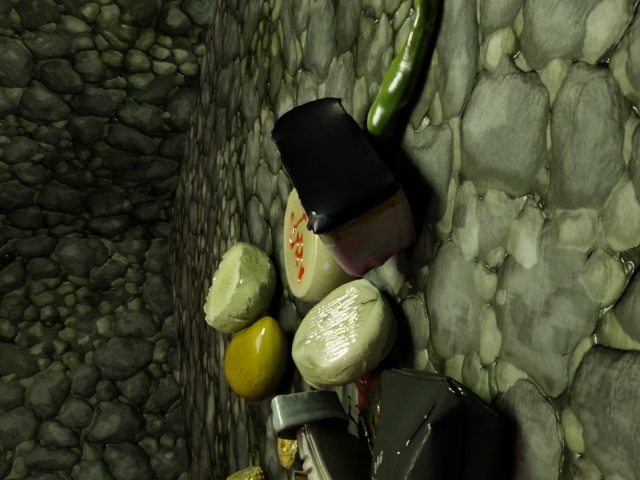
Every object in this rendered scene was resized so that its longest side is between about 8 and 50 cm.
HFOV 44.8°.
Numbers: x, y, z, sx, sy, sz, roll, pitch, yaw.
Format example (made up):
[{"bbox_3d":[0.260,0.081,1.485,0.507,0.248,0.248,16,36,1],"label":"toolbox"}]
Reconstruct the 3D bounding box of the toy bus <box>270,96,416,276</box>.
[{"bbox_3d":[0.031,-0.104,1.402,0.386,0.171,0.162,-116,1,-52],"label":"toy bus"}]

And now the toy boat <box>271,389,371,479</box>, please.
[{"bbox_3d":[0.019,0.394,1.394,0.294,0.111,0.276,62,-166,7],"label":"toy boat"}]

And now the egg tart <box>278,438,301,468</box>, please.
[{"bbox_3d":[-0.066,0.487,1.874,0.129,0.049,0.129,-172,90,-72],"label":"egg tart"}]

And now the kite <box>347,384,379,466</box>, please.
[{"bbox_3d":[0.114,0.400,1.328,0.169,0.015,0.310,-49,54,59],"label":"kite"}]

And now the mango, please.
[{"bbox_3d":[-0.164,0.318,2.029,0.331,0.142,0.195,138,125,-64],"label":"mango"}]

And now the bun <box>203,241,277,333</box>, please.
[{"bbox_3d":[-0.209,0.138,2.126,0.259,0.152,0.259,-50,28,40],"label":"bun"}]

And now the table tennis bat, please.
[{"bbox_3d":[0.103,0.304,1.416,0.310,0.038,0.200,-119,35,-50],"label":"table tennis bat"}]

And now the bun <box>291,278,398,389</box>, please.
[{"bbox_3d":[0.051,0.178,1.397,0.210,0.116,0.237,-38,20,13],"label":"bun"}]

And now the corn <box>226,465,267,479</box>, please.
[{"bbox_3d":[-0.197,0.813,2.096,0.144,0.143,0.388,131,135,-62],"label":"corn"}]

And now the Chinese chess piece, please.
[{"bbox_3d":[0.000,0.000,1.627,0.273,0.102,0.273,-179,90,-71],"label":"Chinese chess piece"}]

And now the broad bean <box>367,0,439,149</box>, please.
[{"bbox_3d":[0.140,-0.298,1.313,0.098,0.055,0.318,-121,40,-54],"label":"broad bean"}]

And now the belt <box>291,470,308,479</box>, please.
[{"bbox_3d":[-0.025,0.636,1.532,0.217,0.122,0.339,148,135,-72],"label":"belt"}]

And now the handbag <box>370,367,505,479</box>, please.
[{"bbox_3d":[0.140,0.346,1.138,0.288,0.152,0.343,-151,66,-74],"label":"handbag"}]

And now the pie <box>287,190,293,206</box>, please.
[{"bbox_3d":[-0.067,-0.082,1.958,0.085,0.017,0.085,-179,90,-70],"label":"pie"}]
